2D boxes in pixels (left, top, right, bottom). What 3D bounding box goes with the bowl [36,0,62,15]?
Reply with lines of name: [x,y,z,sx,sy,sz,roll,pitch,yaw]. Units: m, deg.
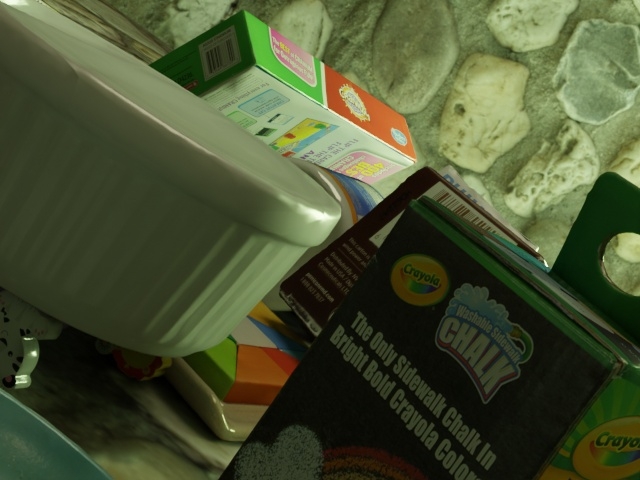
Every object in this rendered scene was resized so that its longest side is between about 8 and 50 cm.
bowl: [-0.375,-0.258,1.417,0.170,0.080,0.170,35,8,-6]

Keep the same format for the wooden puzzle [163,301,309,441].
wooden puzzle: [-0.071,0.078,0.903,0.221,0.044,0.238,41,10,33]

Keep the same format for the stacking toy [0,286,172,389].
stacking toy: [-0.209,0.014,0.727,0.221,0.052,0.167,36,7,17]

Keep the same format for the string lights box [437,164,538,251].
string lights box: [0.141,0.058,1.210,0.133,0.076,0.260,47,-23,29]

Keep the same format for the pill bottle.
pill bottle: [0.000,0.000,1.228,0.152,0.152,0.272,38,9,17]

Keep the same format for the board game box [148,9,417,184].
board game box: [-0.078,-0.108,1.248,0.316,0.242,0.064,24,48,-54]

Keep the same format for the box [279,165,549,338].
box: [0.107,0.085,0.953,0.168,0.167,0.203,45,-7,50]

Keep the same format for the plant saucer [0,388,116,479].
plant saucer: [-0.162,0.113,0.387,0.317,0.044,0.317,34,9,-6]

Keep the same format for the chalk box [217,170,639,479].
chalk box: [0.107,0.106,0.624,0.179,0.289,0.180,28,12,-40]

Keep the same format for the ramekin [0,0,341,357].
ramekin: [-0.133,-0.040,0.705,0.273,0.127,0.273,33,7,-5]
